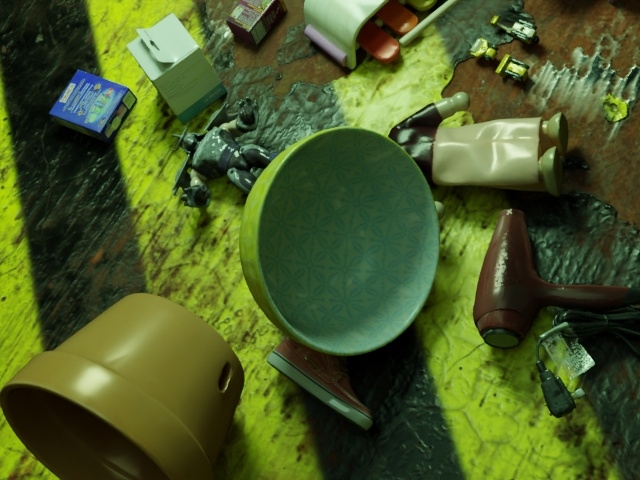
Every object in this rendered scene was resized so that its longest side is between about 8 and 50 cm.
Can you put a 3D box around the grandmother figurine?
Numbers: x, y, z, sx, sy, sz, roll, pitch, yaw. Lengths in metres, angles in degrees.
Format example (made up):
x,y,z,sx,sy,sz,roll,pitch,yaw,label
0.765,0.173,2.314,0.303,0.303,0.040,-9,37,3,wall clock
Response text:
x,y,z,sx,sy,sz,roll,pitch,yaw,label
0.163,-0.112,1.662,0.342,0.104,0.208,2,49,22,grandmother figurine

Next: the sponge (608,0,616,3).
x,y,z,sx,sy,sz,roll,pitch,yaw,label
0.383,-0.456,1.754,0.031,0.117,0.210,-29,59,0,sponge

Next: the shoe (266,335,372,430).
x,y,z,sx,sy,sz,roll,pitch,yaw,label
0.015,0.173,1.574,0.178,0.063,0.081,32,80,32,shoe

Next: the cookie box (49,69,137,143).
x,y,z,sx,sy,sz,roll,pitch,yaw,label
-0.363,-0.215,1.904,0.107,0.040,0.092,22,72,25,cookie box

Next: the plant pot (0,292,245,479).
x,y,z,sx,sy,sz,roll,pitch,yaw,label
-0.232,0.205,1.525,0.290,0.291,0.203,18,55,25,plant pot

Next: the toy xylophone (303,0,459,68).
x,y,z,sx,sy,sz,roll,pitch,yaw,label
0.127,-0.391,1.820,0.322,0.081,0.236,-36,59,-3,toy xylophone

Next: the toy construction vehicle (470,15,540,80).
x,y,z,sx,sy,sz,roll,pitch,yaw,label
0.277,-0.281,1.749,0.098,0.035,0.086,27,85,30,toy construction vehicle

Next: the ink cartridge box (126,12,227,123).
x,y,z,sx,sy,sz,roll,pitch,yaw,label
-0.223,-0.268,1.828,0.090,0.143,0.092,-36,59,-3,ink cartridge box

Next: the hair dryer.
x,y,z,sx,sy,sz,roll,pitch,yaw,label
0.307,0.080,1.544,0.223,0.080,0.294,-27,63,-16,hair dryer

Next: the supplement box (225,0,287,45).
x,y,z,sx,sy,sz,roll,pitch,yaw,label
-0.102,-0.360,1.897,0.055,0.043,0.083,31,75,28,supplement box

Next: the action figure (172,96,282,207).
x,y,z,sx,sy,sz,roll,pitch,yaw,label
-0.113,-0.112,1.741,0.285,0.099,0.185,25,90,31,action figure

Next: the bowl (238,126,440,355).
x,y,z,sx,sy,sz,roll,pitch,yaw,label
0.000,0.000,1.564,0.156,0.289,0.290,2,58,57,bowl
